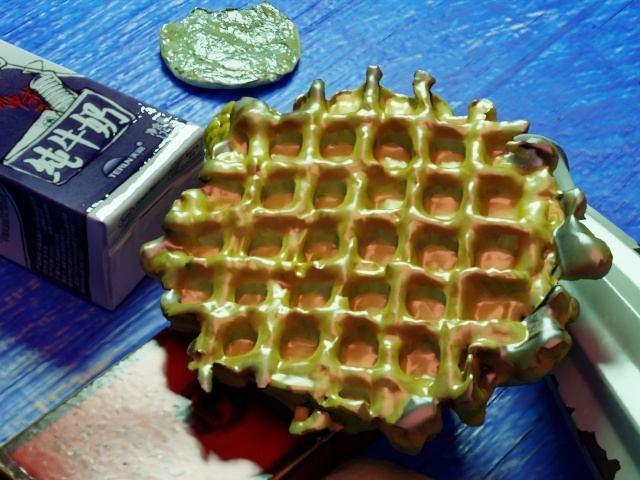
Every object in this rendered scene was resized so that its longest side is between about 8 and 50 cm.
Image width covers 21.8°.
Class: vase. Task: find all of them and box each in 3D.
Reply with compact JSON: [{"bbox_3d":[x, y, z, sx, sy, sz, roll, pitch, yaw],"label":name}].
[{"bbox_3d":[0.215,0.072,1.191,0.165,0.165,0.360,-15,43,-19],"label":"vase"}]

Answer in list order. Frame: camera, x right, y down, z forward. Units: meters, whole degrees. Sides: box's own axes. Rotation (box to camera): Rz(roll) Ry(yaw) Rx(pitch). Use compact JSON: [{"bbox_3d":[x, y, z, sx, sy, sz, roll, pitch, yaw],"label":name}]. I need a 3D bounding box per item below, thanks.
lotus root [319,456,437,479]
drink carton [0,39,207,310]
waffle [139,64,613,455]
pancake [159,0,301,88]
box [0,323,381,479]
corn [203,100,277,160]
[{"bbox_3d":[0.074,0.204,1.087,0.183,0.077,0.090,30,50,25],"label":"lotus root"},{"bbox_3d":[-0.217,-0.058,1.314,0.222,0.102,0.134,24,50,21],"label":"drink carton"},{"bbox_3d":[0.038,0.014,1.154,0.329,0.062,0.329,-4,56,6],"label":"waffle"},{"bbox_3d":[-0.079,-0.174,1.495,0.130,0.022,0.116,-8,49,-14],"label":"pancake"},{"bbox_3d":[-0.087,0.142,1.142,0.153,0.074,0.240,31,50,30],"label":"box"},{"bbox_3d":[-0.004,0.001,1.276,0.102,0.102,0.313,-22,48,-25],"label":"corn"}]
